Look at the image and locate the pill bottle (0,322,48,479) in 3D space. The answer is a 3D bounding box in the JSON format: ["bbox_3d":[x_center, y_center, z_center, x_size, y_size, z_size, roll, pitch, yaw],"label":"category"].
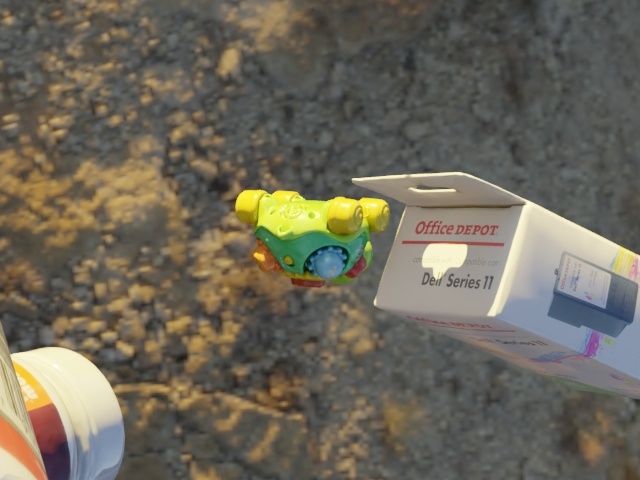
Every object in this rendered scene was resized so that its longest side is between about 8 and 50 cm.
[{"bbox_3d":[-0.244,0.036,0.625,0.210,0.210,0.363,34,17,-41],"label":"pill bottle"}]

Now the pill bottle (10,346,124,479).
[{"bbox_3d":[-0.399,0.239,1.584,0.392,0.224,0.224,-14,94,-58],"label":"pill bottle"}]

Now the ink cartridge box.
[{"bbox_3d":[0.201,0.051,1.479,0.353,0.207,0.119,24,78,-29],"label":"ink cartridge box"}]

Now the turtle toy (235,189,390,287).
[{"bbox_3d":[0.000,0.000,1.079,0.130,0.095,0.066,-1,96,-65],"label":"turtle toy"}]
